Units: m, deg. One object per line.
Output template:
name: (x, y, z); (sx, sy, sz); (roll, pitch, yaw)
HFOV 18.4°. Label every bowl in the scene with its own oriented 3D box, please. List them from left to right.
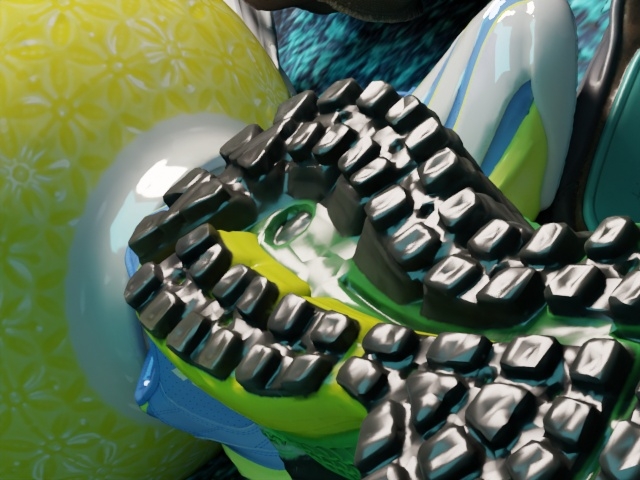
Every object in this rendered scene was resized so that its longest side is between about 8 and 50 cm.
bowl: (-0.091, 0.004, 0.866); (0.156, 0.289, 0.289); (13, 64, 43)

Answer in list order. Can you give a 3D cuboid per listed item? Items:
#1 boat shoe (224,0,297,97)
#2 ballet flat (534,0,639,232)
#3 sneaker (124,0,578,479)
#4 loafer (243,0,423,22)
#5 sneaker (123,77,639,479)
boat shoe: (-0.043, -0.088, 1.178); (0.066, 0.063, 0.184); (-57, 33, 32)
ballet flat: (0.129, -0.070, 0.736); (0.074, 0.074, 0.203); (-14, 46, 62)
sneaker: (0.000, 0.000, 0.724); (0.091, 0.126, 0.240); (-91, 22, -58)
loafer: (0.011, -0.175, 1.153); (0.130, 0.134, 0.366); (-52, 8, 14)
sneaker: (0.078, 0.067, 0.527); (0.134, 0.146, 0.343); (-42, 33, -4)
